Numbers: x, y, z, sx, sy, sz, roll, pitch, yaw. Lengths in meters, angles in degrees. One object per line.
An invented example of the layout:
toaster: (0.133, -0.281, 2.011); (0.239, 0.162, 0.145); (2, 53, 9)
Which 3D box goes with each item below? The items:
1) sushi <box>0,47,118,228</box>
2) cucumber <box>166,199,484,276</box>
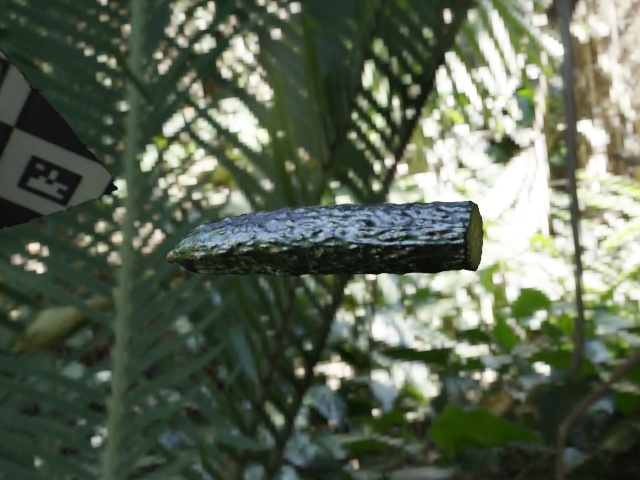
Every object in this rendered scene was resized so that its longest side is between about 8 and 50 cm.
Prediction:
sushi: (-0.236, -0.050, 0.505); (0.219, 0.231, 0.047); (-15, 44, 25)
cucumber: (0.000, 0.000, 1.139); (0.293, 0.068, 0.067); (-2, 6, 14)
